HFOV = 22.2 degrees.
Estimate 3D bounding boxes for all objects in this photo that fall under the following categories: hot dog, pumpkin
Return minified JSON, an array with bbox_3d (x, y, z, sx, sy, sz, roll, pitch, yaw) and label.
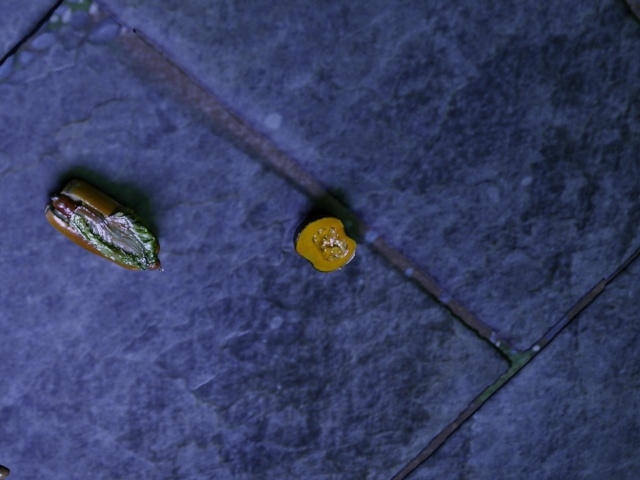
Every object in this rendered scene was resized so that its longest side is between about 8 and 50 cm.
[{"bbox_3d":[-0.185,-0.008,1.431,0.056,0.041,0.133,-46,128,11],"label":"hot dog"},{"bbox_3d":[0.000,-0.001,1.528,0.050,0.028,0.083,-36,138,0],"label":"pumpkin"}]

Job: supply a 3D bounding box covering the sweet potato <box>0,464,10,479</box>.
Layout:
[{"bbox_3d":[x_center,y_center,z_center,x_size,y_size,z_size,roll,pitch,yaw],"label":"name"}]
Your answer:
[{"bbox_3d":[-0.408,0.201,1.468,0.249,0.059,0.069,-7,137,-15],"label":"sweet potato"}]
